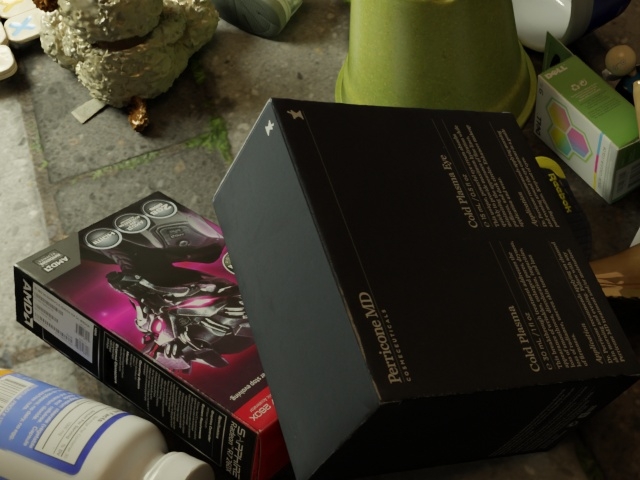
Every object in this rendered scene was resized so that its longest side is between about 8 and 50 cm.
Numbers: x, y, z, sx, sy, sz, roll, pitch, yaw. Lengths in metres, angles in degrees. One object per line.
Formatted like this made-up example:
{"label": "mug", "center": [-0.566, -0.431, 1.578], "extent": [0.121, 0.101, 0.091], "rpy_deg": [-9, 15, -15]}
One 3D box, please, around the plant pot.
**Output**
{"label": "plant pot", "center": [0.141, -0.278, 1.353], "extent": [0.276, 0.254, 0.276], "rpy_deg": [-4, 55, 6]}

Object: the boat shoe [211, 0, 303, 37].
{"label": "boat shoe", "center": [-0.164, -0.412, 1.579], "extent": [0.320, 0.118, 0.103], "rpy_deg": [29, 63, 21]}

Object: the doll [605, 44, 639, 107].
{"label": "doll", "center": [0.419, -0.168, 1.284], "extent": [0.189, 0.129, 0.046], "rpy_deg": [42, 43, -7]}

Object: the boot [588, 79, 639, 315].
{"label": "boot", "center": [0.372, -0.053, 1.178], "extent": [0.236, 0.089, 0.269], "rpy_deg": [1, 73, -3]}

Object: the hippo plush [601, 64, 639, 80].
{"label": "hippo plush", "center": [0.544, -0.285, 1.364], "extent": [0.294, 0.234, 0.236], "rpy_deg": [-39, 24, 32]}

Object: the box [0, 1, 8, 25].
{"label": "box", "center": [-0.559, -0.326, 1.630], "extent": [0.116, 0.029, 0.162], "rpy_deg": [18, 59, 20]}

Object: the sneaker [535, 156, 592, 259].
{"label": "sneaker", "center": [0.281, -0.028, 1.284], "extent": [0.053, 0.059, 0.144], "rpy_deg": [-4, 66, -33]}

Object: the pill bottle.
{"label": "pill bottle", "center": [-0.255, 0.243, 1.110], "extent": [0.272, 0.152, 0.152], "rpy_deg": [16, 59, 18]}

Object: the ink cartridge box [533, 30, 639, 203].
{"label": "ink cartridge box", "center": [0.322, -0.155, 1.328], "extent": [0.062, 0.109, 0.209], "rpy_deg": [-29, 56, -13]}

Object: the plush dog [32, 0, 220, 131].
{"label": "plush dog", "center": [-0.278, -0.293, 1.442], "extent": [0.263, 0.225, 0.210], "rpy_deg": [-8, 54, 3]}

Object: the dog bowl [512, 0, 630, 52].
{"label": "dog bowl", "center": [0.294, -0.390, 1.402], "extent": [0.104, 0.265, 0.265], "rpy_deg": [-28, 56, -13]}

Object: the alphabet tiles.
{"label": "alphabet tiles", "center": [-0.554, -0.325, 1.598], "extent": [0.278, 0.021, 0.284], "rpy_deg": [-22, 56, -7]}

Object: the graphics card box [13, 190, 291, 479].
{"label": "graphics card box", "center": [-0.134, 0.094, 1.185], "extent": [0.371, 0.094, 0.233], "rpy_deg": [29, 41, 27]}

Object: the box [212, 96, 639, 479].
{"label": "box", "center": [0.096, 0.042, 1.084], "extent": [0.313, 0.179, 0.343], "rpy_deg": [0, 55, -31]}

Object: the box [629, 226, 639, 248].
{"label": "box", "center": [0.439, 0.018, 1.233], "extent": [0.145, 0.038, 0.186], "rpy_deg": [23, 63, 23]}
